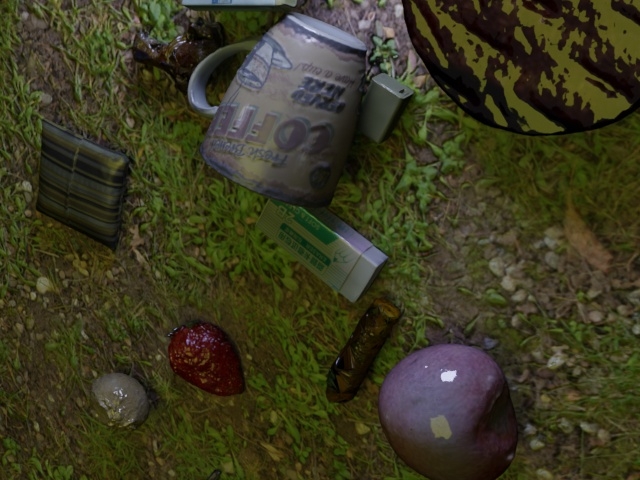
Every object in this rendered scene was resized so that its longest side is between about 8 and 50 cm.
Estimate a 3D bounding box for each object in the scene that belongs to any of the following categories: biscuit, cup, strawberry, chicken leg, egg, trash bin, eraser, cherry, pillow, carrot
[{"bbox_3d":[0.303,-0.339,1.279,0.408,0.091,0.407,14,118,28],"label":"biscuit"},{"bbox_3d":[-0.069,-0.228,1.490,0.301,0.227,0.257,31,107,23],"label":"cup"},{"bbox_3d":[-0.229,0.243,1.861,0.187,0.082,0.146,44,132,3],"label":"strawberry"},{"bbox_3d":[-0.238,-0.311,1.637,0.196,0.080,0.125,-2,98,40],"label":"chicken leg"},{"bbox_3d":[-0.419,0.335,1.983,0.140,0.116,0.118,40,152,16],"label":"egg"},{"bbox_3d":[0.096,-0.204,1.489,0.061,0.043,0.092,35,125,14],"label":"trash bin"},{"bbox_3d":[0.000,0.000,1.626,0.225,0.052,0.095,38,123,13],"label":"eraser"},{"bbox_3d":[0.192,0.282,1.530,0.239,0.206,0.239,11,124,17],"label":"cherry"},{"bbox_3d":[-0.472,-0.108,1.871,0.208,0.052,0.212,24,121,17],"label":"pillow"},{"bbox_3d":[0.071,0.191,1.655,0.069,0.069,0.228,36,122,14],"label":"carrot"}]

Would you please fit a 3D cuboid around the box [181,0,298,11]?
[{"bbox_3d":[-0.109,-0.479,1.440,0.211,0.045,0.270,6,88,29],"label":"box"}]

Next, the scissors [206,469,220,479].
[{"bbox_3d":[-0.249,0.545,2.024,0.133,0.020,0.187,53,128,8],"label":"scissors"}]
